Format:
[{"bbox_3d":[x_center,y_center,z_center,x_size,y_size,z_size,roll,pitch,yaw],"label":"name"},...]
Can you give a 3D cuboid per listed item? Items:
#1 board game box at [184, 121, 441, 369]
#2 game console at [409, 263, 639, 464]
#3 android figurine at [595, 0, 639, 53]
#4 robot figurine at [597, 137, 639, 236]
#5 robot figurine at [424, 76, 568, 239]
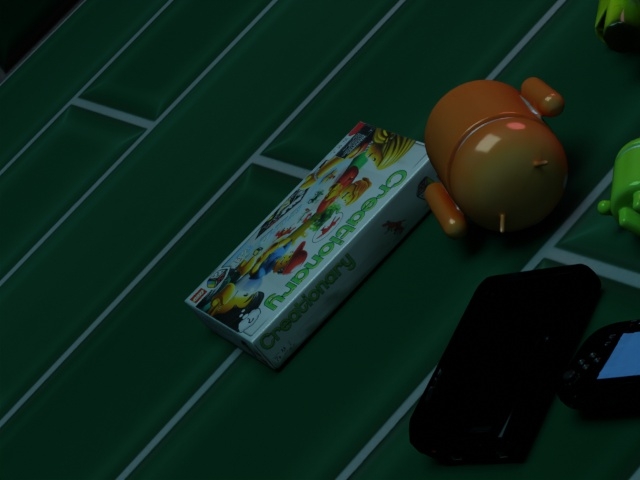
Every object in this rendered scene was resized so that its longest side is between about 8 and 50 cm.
[{"bbox_3d":[0.000,0.000,2.121,0.305,0.053,0.193,-46,28,-11],"label":"board game box"},{"bbox_3d":[0.248,0.101,1.670,0.361,0.044,0.213,-10,40,44],"label":"game console"},{"bbox_3d":[0.360,-0.332,2.022,0.248,0.056,0.273,113,176,-46],"label":"android figurine"},{"bbox_3d":[0.313,-0.052,1.785,0.115,0.067,0.101,-75,13,-46],"label":"robot figurine"},{"bbox_3d":[0.182,-0.087,1.942,0.158,0.128,0.219,-18,27,-3],"label":"robot figurine"}]
